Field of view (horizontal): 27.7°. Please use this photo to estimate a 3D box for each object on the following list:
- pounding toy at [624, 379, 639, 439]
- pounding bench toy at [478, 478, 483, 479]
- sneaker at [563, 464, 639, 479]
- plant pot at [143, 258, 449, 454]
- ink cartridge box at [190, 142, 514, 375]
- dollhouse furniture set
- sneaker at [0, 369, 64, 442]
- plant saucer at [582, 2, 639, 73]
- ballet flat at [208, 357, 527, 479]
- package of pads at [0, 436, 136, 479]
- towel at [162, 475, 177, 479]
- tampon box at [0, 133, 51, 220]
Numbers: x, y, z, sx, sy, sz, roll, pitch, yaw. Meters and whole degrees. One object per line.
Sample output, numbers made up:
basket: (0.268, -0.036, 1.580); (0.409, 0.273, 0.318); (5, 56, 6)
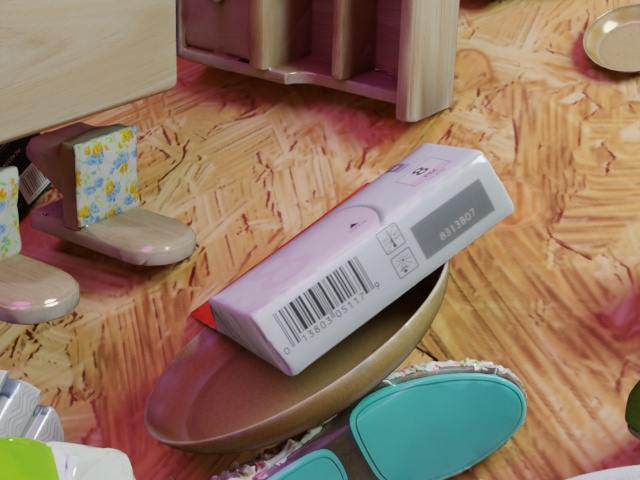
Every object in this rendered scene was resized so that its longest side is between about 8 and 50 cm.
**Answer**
pounding toy: (0.292, 0.060, 0.724); (0.237, 0.183, 0.110); (1, 93, 19)
pounding bench toy: (0.093, 0.185, 0.703); (0.065, 0.052, 0.083); (-31, 42, -24)
sneaker: (0.224, 0.197, 0.651); (0.295, 0.147, 0.104); (2, 41, 0)
plant pot: (-0.011, 0.071, 0.880); (0.236, 0.032, 0.236); (-29, 18, 10)
ink cartridge box: (0.000, 0.000, 0.911); (0.189, 0.066, 0.232); (-36, 23, -14)
dollhouse furniture set: (-0.103, -0.160, 0.971); (0.256, 0.362, 0.394); (17, 28, 33)
sneaker: (-0.333, 0.088, 0.869); (0.182, 0.315, 0.127); (-2, 48, 34)
plant saucer: (0.258, -0.162, 1.063); (0.083, 0.015, 0.083); (-10, 47, 10)
ballet flat: (0.016, 0.137, 0.845); (0.241, 0.091, 0.077); (-24, 14, -9)
package of pads: (-0.142, 0.286, 0.674); (0.101, 0.229, 0.296); (7, 37, -31)
towel: (-0.109, 0.202, 0.874); (0.060, 0.009, 0.083); (-27, 47, -6)
tampon box: (-0.335, -0.072, 1.132); (0.161, 0.101, 0.120); (18, 58, 32)
